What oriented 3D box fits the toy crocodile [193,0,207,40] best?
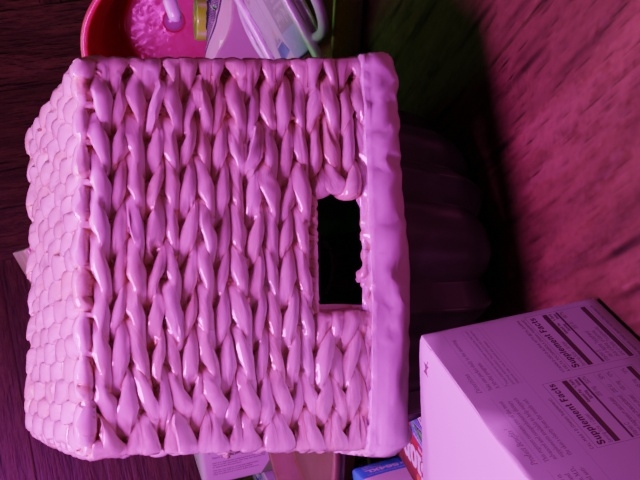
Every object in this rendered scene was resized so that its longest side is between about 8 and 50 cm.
[{"bbox_3d":[-0.136,-0.387,1.753,0.105,0.115,0.340,-125,29,-72],"label":"toy crocodile"}]

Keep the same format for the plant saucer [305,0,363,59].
[{"bbox_3d":[0.008,-0.300,1.361,0.188,0.045,0.188,94,161,-45],"label":"plant saucer"}]

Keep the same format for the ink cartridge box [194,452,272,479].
[{"bbox_3d":[-0.116,0.243,1.959,0.117,0.202,0.278,-119,22,-53],"label":"ink cartridge box"}]

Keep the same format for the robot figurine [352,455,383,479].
[{"bbox_3d":[0.044,0.289,1.585,0.211,0.085,0.291,98,158,-54],"label":"robot figurine"}]

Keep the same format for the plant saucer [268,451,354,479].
[{"bbox_3d":[-0.017,0.228,1.541,0.278,0.041,0.277,175,90,-70],"label":"plant saucer"}]

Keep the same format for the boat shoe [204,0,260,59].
[{"bbox_3d":[-0.099,-0.340,1.657,0.340,0.127,0.158,109,155,-50],"label":"boat shoe"}]

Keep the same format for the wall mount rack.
[{"bbox_3d":[-0.071,-0.197,1.401,0.304,0.131,0.350,62,169,-5],"label":"wall mount rack"}]

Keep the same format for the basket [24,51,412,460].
[{"bbox_3d":[-0.107,0.021,1.044,0.331,0.267,0.328,166,104,-69],"label":"basket"}]

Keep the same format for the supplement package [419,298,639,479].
[{"bbox_3d":[0.180,0.198,0.812,0.262,0.145,0.204,-123,26,-60],"label":"supplement package"}]

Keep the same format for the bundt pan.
[{"bbox_3d":[0.057,0.027,1.148,0.331,0.124,0.330,-178,90,-68],"label":"bundt pan"}]

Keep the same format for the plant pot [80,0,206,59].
[{"bbox_3d":[-0.237,-0.334,1.940,0.243,0.275,0.274,-103,7,-70],"label":"plant pot"}]

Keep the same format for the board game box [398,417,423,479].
[{"bbox_3d":[0.129,0.226,1.182,0.281,0.027,0.145,-123,25,-59],"label":"board game box"}]

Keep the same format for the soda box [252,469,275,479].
[{"bbox_3d":[-0.053,0.408,2.055,0.286,0.098,0.091,-130,30,-66],"label":"soda box"}]

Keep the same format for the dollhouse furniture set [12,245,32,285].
[{"bbox_3d":[-0.251,0.011,1.779,0.394,0.256,0.362,-9,113,59],"label":"dollhouse furniture set"}]

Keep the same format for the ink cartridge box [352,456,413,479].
[{"bbox_3d":[0.111,0.341,1.340,0.203,0.086,0.148,-160,60,-76],"label":"ink cartridge box"}]
